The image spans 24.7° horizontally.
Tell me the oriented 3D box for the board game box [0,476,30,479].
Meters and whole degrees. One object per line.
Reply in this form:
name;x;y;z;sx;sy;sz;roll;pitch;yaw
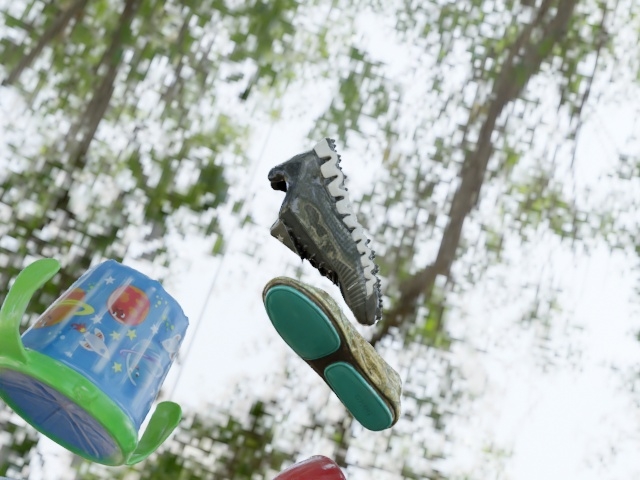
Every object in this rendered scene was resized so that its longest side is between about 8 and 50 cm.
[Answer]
board game box;-0.405;0.467;1.890;0.318;0.318;0.066;11;9;-19

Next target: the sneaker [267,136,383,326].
sneaker;0.000;0.000;1.667;0.106;0.234;0.078;-17;-21;-3

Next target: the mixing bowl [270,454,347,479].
mixing bowl;-0.038;0.447;2.407;0.098;0.182;0.181;3;-18;-36

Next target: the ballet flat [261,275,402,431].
ballet flat;0.025;0.170;2.436;0.123;0.123;0.348;-15;-59;44

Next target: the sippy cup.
sippy cup;-0.306;0.159;2.037;0.240;0.224;0.305;28;-28;12
